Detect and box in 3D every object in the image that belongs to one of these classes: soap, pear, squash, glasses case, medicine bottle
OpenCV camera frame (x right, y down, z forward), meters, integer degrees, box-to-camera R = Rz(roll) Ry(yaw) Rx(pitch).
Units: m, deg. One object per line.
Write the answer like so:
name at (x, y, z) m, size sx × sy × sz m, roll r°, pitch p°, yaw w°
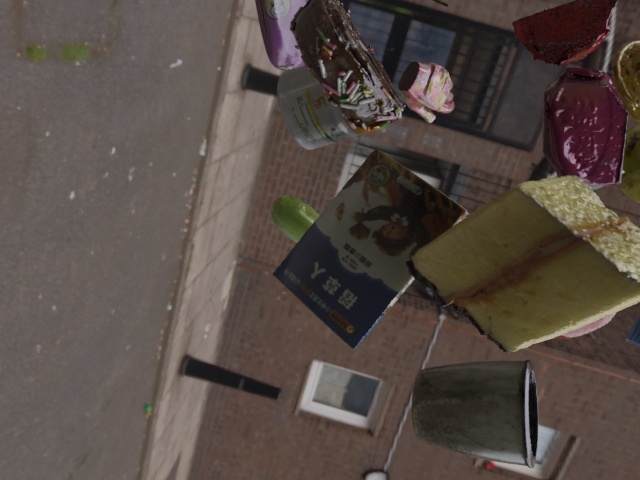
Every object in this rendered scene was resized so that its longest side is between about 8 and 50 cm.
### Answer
soap at (0.720, -0.308, 1.576) m, size 0.127 × 0.221 × 0.324 m, roll -66°, pitch 150°, yaw -57°
pear at (1.105, -0.254, 1.887) m, size 0.283 × 0.284 × 0.283 m, roll 16°, pitch 90°, yaw -90°
squash at (0.002, -0.005, 1.777) m, size 0.118 × 0.371 × 0.118 m, roll -48°, pitch -168°, yaw 14°
glasses case at (-0.088, -0.551, 1.311) m, size 0.123 × 0.076 × 0.316 m, roll -26°, pitch 118°, yaw -34°
medicine bottle at (0.036, -0.388, 1.588) m, size 0.238 × 0.232 × 0.237 m, roll 35°, pitch 49°, yaw -52°

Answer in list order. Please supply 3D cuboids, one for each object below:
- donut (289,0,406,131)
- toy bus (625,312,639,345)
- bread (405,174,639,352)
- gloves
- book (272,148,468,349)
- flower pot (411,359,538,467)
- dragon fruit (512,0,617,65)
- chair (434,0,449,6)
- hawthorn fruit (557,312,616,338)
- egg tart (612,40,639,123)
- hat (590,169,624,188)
donut at (0.047, -0.311, 1.026) m, size 0.103 × 0.269 × 0.269 m, roll -31°, pitch -164°, yaw 18°
toy bus at (0.956, 0.204, 1.597) m, size 0.233 × 0.134 × 0.116 m, roll -61°, pitch 154°, yaw 2°
bread at (0.462, 0.058, 1.232) m, size 0.242 × 0.345 × 0.405 m, roll -7°, pitch 150°, yaw -46°
gloves at (0.339, -0.440, 1.721) m, size 0.126 × 0.241 × 0.145 m, roll 12°, pitch -92°, yaw 55°
book at (0.114, 0.013, 1.430) m, size 0.428 × 0.300 × 0.039 m, roll -51°, pitch 154°, yaw 1°
flower pot at (0.452, 0.487, 1.687) m, size 0.294 × 0.331 × 0.293 m, roll 6°, pitch 83°, yaw -64°
dragon fruit at (0.683, -0.580, 1.587) m, size 0.162 × 0.262 × 0.189 m, roll 63°, pitch 35°, yaw -24°
chair at (0.290, -0.812, 1.733) m, size 0.170 × 0.326 × 0.159 m, roll -30°, pitch 134°, yaw -34°
hawthorn fruit at (0.532, 0.141, 1.313) m, size 0.243 × 0.207 × 0.207 m, roll -40°, pitch -171°, yaw 15°
egg tart at (0.989, -0.461, 1.653) m, size 0.128 × 0.319 × 0.318 m, roll -38°, pitch -147°, yaw 64°
hat at (0.829, -0.275, 1.893) m, size 0.301 × 0.168 × 0.257 m, roll 72°, pitch 3°, yaw -71°
